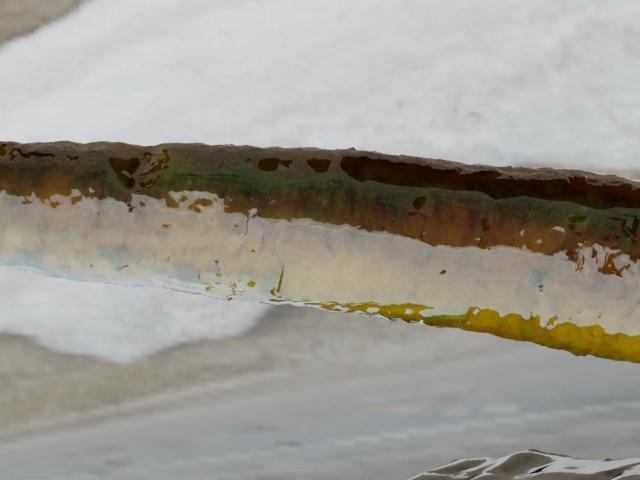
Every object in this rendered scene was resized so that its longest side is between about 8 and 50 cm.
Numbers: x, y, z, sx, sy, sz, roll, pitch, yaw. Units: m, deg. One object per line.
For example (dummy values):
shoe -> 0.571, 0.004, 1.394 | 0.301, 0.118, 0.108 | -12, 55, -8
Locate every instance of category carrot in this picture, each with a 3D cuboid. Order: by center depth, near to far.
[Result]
carrot -> 0.000, 0.000, 0.549 | 0.314, 0.066, 0.066 | 5, 166, 0

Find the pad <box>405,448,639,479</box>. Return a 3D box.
pad -> 0.076, 0.114, 0.649 | 0.174, 0.022, 0.233 | -18, -176, -37
